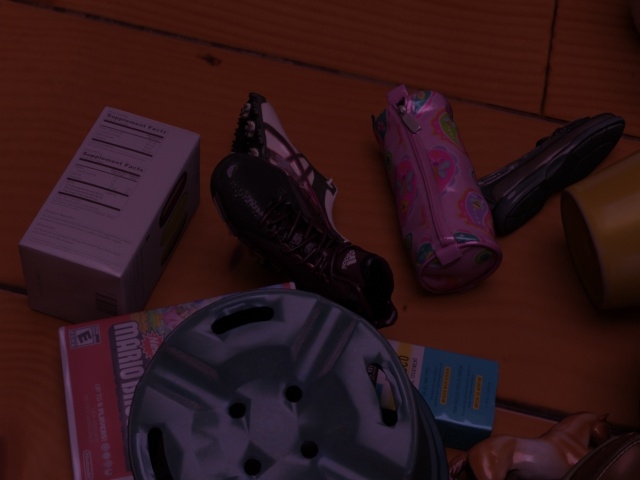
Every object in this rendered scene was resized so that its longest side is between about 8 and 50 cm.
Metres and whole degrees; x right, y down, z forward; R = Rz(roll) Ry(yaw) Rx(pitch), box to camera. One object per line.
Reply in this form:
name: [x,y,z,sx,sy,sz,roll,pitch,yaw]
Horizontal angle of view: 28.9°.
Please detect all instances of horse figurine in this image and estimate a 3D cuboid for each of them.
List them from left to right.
horse figurine: [0.239,0.280,1.423,0.263,0.066,0.174,-3,61,-13]

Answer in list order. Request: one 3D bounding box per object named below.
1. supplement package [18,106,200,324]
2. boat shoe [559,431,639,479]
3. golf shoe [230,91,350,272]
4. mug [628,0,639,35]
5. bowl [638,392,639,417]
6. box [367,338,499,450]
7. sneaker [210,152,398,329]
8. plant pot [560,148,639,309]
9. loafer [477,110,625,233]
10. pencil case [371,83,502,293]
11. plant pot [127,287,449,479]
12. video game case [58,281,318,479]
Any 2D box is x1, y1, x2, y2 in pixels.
supplement package: [-0.254,-0.025,1.547,0.134,0.139,0.244,18,53,8]
boat shoe: [0.280,0.343,1.304,0.122,0.120,0.324,40,70,-2]
golf shoe: [-0.047,-0.076,1.652,0.120,0.105,0.273,1,57,-26]
mug: [0.575,-0.396,1.816,0.276,0.328,0.374,25,54,13]
bowl: [0.487,0.193,1.405,0.311,0.311,0.163,25,90,12]
box: [0.085,0.175,1.486,0.244,0.060,0.100,11,52,1]
sneaker: [0.000,0.000,1.468,0.281,0.162,0.106,48,69,-17]
plant pot: [0.445,-0.024,1.582,0.239,0.254,0.254,-16,55,-1]
loafer: [0.312,-0.113,1.718,0.267,0.096,0.084,-36,58,-27]
pencil case: [0.149,-0.070,1.642,0.124,0.124,0.284,-6,56,-11]
plant pot: [-0.036,0.213,1.212,0.341,0.334,0.341,-1,72,3]
video game case: [-0.151,0.168,1.430,0.285,0.025,0.204,-11,65,-2]
